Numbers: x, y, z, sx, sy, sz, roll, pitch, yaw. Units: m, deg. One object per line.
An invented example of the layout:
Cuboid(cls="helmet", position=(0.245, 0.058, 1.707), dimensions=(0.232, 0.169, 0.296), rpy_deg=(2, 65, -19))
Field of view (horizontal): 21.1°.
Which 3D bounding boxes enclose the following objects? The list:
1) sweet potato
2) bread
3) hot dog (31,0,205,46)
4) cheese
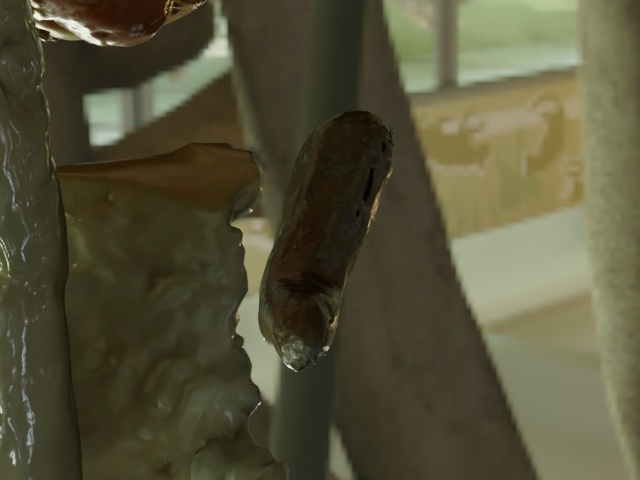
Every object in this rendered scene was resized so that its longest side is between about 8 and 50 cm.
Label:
Cuboid(cls="sweet potato", position=(-0.001, 0.005, 1.065), dimensions=(0.062, 0.081, 0.233), rpy_deg=(16, -135, 1))
Cuboid(cls="bread", position=(-0.096, 0.078, 0.592), dimensions=(0.224, 0.183, 0.211), rpy_deg=(-14, 164, 10))
Cuboid(cls="hot dog", position=(-0.142, -0.207, 0.912), dimensions=(0.150, 0.257, 0.153), rpy_deg=(-26, -151, 10))
Cuboid(cls="cheese", position=(-0.098, -0.012, 0.445), dimensions=(0.065, 0.194, 0.043), rpy_deg=(3, -165, 26))
